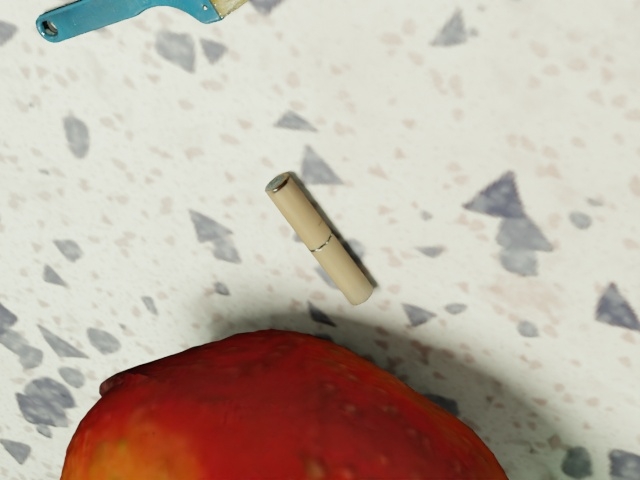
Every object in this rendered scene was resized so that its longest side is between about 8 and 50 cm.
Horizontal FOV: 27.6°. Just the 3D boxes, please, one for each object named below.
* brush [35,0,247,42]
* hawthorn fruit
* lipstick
[{"bbox_3d":[-0.100,-0.134,0.717,0.164,0.014,0.051,-9,124,37],"label":"brush"},{"bbox_3d":[-0.005,0.193,0.788,0.307,0.265,0.265,9,136,44],"label":"hawthorn fruit"},{"bbox_3d":[0.000,0.000,0.785,0.019,0.019,0.094,-15,121,40],"label":"lipstick"}]
